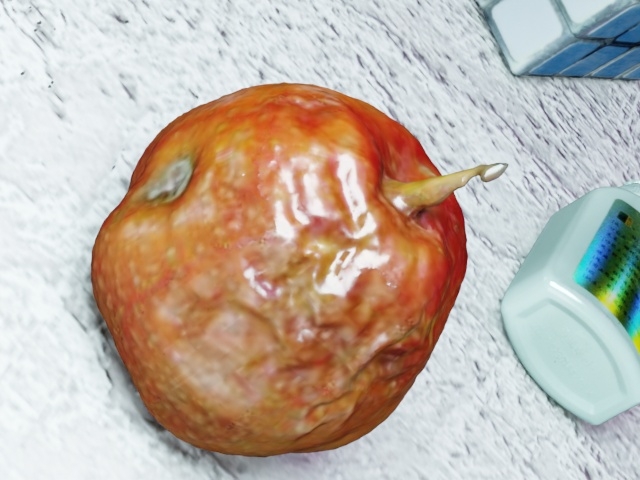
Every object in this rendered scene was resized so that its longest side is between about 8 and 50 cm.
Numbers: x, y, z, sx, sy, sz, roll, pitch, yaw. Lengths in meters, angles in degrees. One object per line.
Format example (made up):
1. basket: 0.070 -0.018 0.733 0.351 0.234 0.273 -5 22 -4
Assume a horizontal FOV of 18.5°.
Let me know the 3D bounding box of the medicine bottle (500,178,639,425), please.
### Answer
1. medicine bottle: 0.215 0.030 1.460 0.121 0.083 0.229 50 35 -8

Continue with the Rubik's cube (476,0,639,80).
1. Rubik's cube: 0.261 -0.299 1.632 0.259 0.256 0.253 -4 67 -54

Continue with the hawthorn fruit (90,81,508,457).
1. hawthorn fruit: 0.000 0.000 1.059 0.207 0.243 0.207 31 44 -36
